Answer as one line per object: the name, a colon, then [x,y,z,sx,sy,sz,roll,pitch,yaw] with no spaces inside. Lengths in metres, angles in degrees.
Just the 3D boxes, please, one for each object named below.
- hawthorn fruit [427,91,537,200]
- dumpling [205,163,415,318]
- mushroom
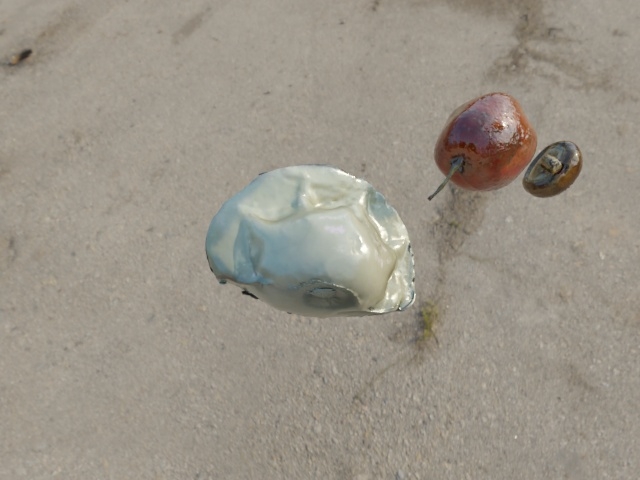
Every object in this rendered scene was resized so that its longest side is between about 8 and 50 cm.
hawthorn fruit: [0.241,-0.141,0.926,0.163,0.162,0.203,24,36,29]
dumpling: [0.000,0.000,0.665,0.247,0.142,0.172,12,82,-13]
mushroom: [0.452,-0.142,1.168,0.127,0.087,0.127,-43,21,20]
